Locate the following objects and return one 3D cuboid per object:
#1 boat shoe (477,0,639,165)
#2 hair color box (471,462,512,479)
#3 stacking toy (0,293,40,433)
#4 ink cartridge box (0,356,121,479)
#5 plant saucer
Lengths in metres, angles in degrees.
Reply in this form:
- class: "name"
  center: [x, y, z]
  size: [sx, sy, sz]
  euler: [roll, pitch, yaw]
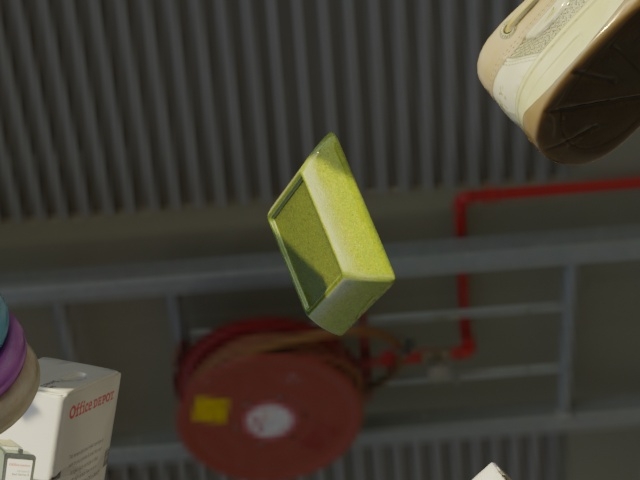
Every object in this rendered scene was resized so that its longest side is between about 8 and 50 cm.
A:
- class: "boat shoe"
  center: [0.213, -0.178, 0.940]
  size: [0.109, 0.302, 0.098]
  euler: [35, -166, -44]
- class: "hair color box"
  center: [0.099, 0.387, 1.498]
  size: [0.110, 0.339, 0.185]
  euler: [45, -177, -41]
- class: "stacking toy"
  center: [-0.334, 0.013, 1.339]
  size: [0.141, 0.141, 0.330]
  euler: [-93, -6, -52]
- class: "ink cartridge box"
  center: [-0.350, 0.295, 2.054]
  size: [0.198, 0.115, 0.272]
  euler: [-16, -64, -77]
- class: "plant saucer"
  center: [0.000, 0.000, 1.875]
  size: [0.188, 0.045, 0.188]
  euler: [68, 154, 15]
